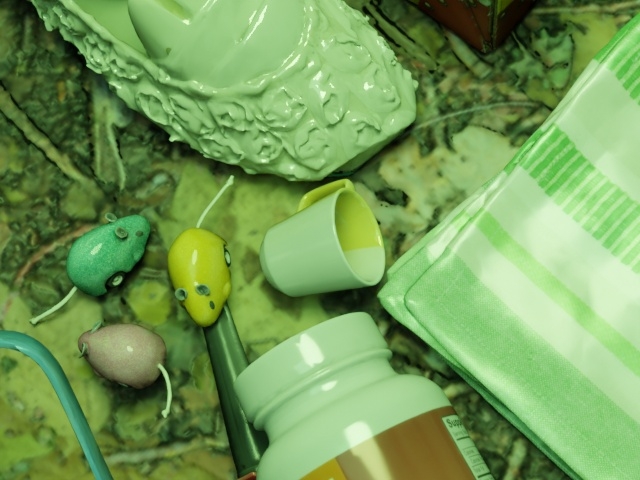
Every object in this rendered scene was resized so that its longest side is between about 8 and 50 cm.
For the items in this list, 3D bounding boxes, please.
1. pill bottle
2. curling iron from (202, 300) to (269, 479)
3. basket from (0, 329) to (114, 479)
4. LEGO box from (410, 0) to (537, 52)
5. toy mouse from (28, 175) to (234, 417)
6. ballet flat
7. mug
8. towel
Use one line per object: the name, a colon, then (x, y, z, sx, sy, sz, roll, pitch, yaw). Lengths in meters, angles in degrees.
pill bottle: (0.039, 0.154, 0.629, 0.121, 0.121, 0.216, -30, 73, -1)
curling iron: (-0.045, 0.156, 0.684, 0.068, 0.035, 0.274, -13, 74, 4)
basket: (-0.195, 0.221, 0.584, 0.255, 0.201, 0.288, -27, 104, -1)
LEGO box: (0.121, -0.439, 0.739, 0.372, 0.193, 0.500, 39, 83, 15)
toy mouse: (-0.127, 0.035, 0.717, 0.143, 0.031, 0.161, -8, 65, 16)
ballet flat: (-0.126, -0.175, 0.734, 0.409, 0.147, 0.147, 33, 82, 14)
mug: (0.001, 0.004, 0.711, 0.064, 0.078, 0.062, -19, 100, 28)
towel: (0.228, -0.006, 0.692, 0.248, 0.038, 0.325, 41, 84, 14)
